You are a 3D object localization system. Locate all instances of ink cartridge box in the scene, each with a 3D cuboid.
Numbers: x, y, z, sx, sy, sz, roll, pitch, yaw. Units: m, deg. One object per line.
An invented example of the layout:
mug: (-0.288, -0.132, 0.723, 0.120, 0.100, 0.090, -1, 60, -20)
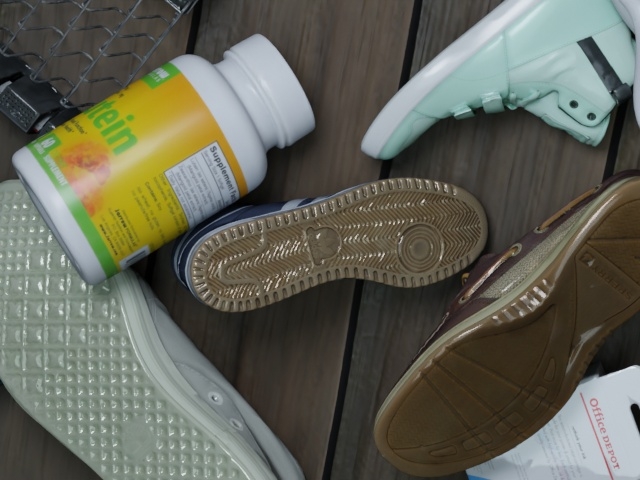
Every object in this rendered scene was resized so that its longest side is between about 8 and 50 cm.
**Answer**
ink cartridge box: (0.220, 0.178, 1.564, 0.181, 0.061, 0.104, -19, 95, 14)

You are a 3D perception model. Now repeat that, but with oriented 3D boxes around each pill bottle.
pill bottle: (-0.133, -0.079, 1.521, 0.245, 0.136, 0.136, -32, 93, -10)

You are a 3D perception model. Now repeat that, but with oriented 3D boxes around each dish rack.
dish rack: (-0.222, -0.220, 1.564, 0.208, 0.074, 0.271, 41, 110, 1)

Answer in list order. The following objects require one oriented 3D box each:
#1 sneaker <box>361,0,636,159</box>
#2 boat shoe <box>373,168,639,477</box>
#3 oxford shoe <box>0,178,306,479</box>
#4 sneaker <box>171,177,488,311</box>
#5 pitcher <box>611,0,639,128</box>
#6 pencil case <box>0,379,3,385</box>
sneaker: (0.165, -0.116, 1.509, 0.256, 0.094, 0.151, -38, 94, 16)
boat shoe: (0.178, 0.066, 1.526, 0.123, 0.123, 0.342, 39, 100, -17)
oxford shoe: (-0.174, 0.129, 1.607, 0.169, 0.130, 0.449, -47, 74, 18)
sneaker: (0.000, 0.000, 1.569, 0.282, 0.153, 0.099, -10, 96, -18)
pitcher: (0.297, -0.188, 1.435, 0.125, 0.178, 0.207, -17, 102, 54)
pencil case: (-0.355, 0.081, 1.657, 0.070, 0.064, 0.152, -42, 89, -1)
